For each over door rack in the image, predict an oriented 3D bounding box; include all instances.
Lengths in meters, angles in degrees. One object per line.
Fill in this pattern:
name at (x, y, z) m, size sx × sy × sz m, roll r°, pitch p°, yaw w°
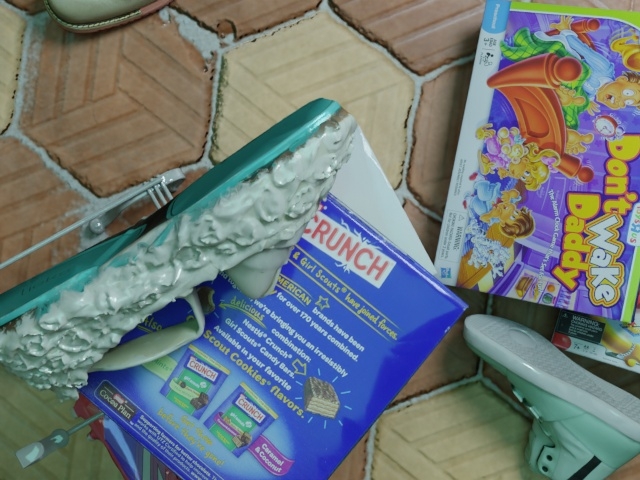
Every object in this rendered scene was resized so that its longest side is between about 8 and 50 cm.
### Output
over door rack at (-0.259, 0.084, 1.063) m, size 0.324 × 0.108 × 0.239 m, roll -29°, pitch 83°, yaw -19°

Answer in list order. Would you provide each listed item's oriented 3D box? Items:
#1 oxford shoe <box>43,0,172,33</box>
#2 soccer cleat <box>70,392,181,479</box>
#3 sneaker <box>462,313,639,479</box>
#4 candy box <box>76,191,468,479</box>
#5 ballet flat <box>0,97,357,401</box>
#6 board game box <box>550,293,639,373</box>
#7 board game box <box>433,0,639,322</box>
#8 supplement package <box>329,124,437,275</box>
oxford shoe at (-0.181, -0.400, 1.067) m, size 0.397 × 0.146 × 0.140 m, roll -37°, pitch 89°, yaw 1°
soccer cleat at (-0.209, 0.270, 1.097) m, size 0.095 × 0.083 × 0.248 m, roll -37°, pitch 86°, yaw -3°
sneaker at (0.255, 0.205, 1.061) m, size 0.256 × 0.094 × 0.151 m, roll 33°, pitch 118°, yaw 6°
candy box at (-0.047, 0.105, 0.921) m, size 0.268 × 0.122 × 0.317 m, roll 40°, pitch 95°, yaw 5°
ballet flat at (-0.124, 0.019, 0.824) m, size 0.409 × 0.147 × 0.147 m, roll -30°, pitch 88°, yaw 10°
board game box at (0.449, 0.079, 1.041) m, size 0.306 × 0.053 × 0.192 m, roll 16°, pitch 89°, yaw 22°
board game box at (0.283, -0.096, 1.043) m, size 0.234 × 0.078 × 0.346 m, roll 11°, pitch 91°, yaw 22°
supplement package at (0.000, 0.000, 1.055) m, size 0.203 × 0.149 × 0.194 m, roll -28°, pitch 89°, yaw 1°
